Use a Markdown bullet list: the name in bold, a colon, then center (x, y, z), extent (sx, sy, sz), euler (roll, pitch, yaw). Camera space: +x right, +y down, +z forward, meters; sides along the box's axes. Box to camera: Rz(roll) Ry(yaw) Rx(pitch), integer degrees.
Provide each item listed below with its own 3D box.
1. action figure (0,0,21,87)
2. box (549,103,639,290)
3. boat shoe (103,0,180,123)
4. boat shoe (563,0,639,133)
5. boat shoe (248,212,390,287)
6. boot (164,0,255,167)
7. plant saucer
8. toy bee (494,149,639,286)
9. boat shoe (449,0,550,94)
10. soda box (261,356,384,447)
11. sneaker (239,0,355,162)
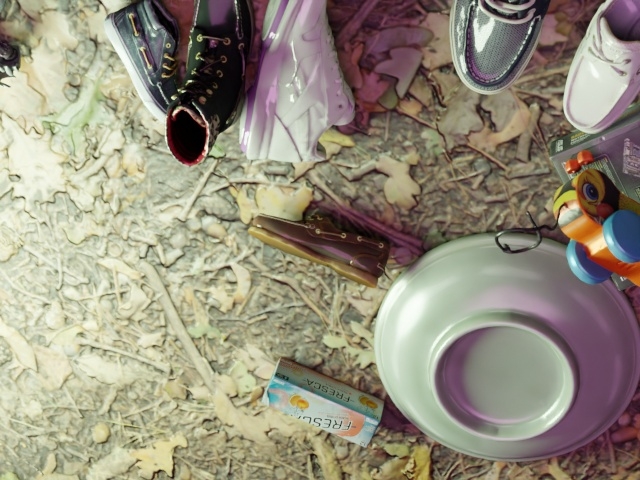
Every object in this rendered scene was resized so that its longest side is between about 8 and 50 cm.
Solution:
- **action figure**: center (-0.485, -0.324, 1.773), extent (0.185, 0.099, 0.285), euler (25, 122, -8)
- **box**: center (0.444, -0.065, 1.734), extent (0.183, 0.056, 0.231), euler (-24, 110, 22)
- **boat shoe**: center (-0.222, -0.248, 1.772), extent (0.083, 0.065, 0.183), euler (-23, 109, 23)
- **boat shoe**: center (0.379, -0.257, 1.614), extent (0.098, 0.096, 0.277), euler (32, 117, 17)
- **boat shoe**: center (0.000, 0.000, 1.860), extent (0.207, 0.073, 0.073), euler (22, 82, -4)
- **boot**: center (-0.150, -0.229, 1.702), extent (0.085, 0.178, 0.236), euler (9, 119, 7)
- **plant saucer**: center (0.271, 0.184, 1.876), extent (0.401, 0.100, 0.400), euler (5, 117, 10)
- **toy bee**: center (0.376, -0.035, 1.657), extent (0.195, 0.162, 0.298), euler (-18, 144, 37)
- **boat shoe**: center (0.232, -0.324, 1.586), extent (0.127, 0.158, 0.340), euler (12, 118, 6)
- **soda box**: center (0.005, 0.253, 1.986), extent (0.183, 0.063, 0.058), euler (23, 119, -1)
- **sneaker**: center (-0.013, -0.240, 1.726), extent (0.152, 0.114, 0.305), euler (11, 124, -10)
